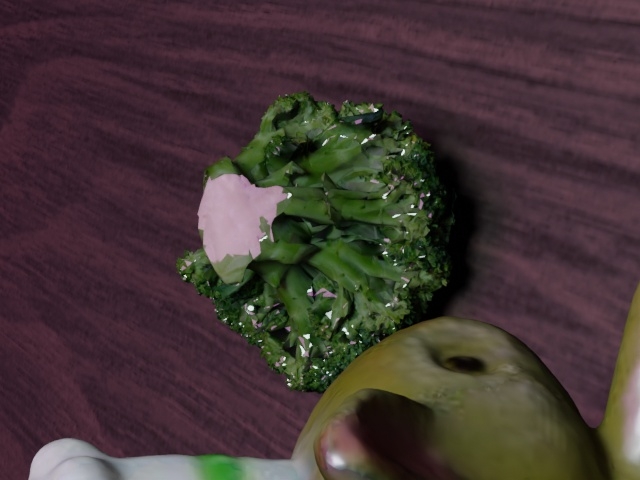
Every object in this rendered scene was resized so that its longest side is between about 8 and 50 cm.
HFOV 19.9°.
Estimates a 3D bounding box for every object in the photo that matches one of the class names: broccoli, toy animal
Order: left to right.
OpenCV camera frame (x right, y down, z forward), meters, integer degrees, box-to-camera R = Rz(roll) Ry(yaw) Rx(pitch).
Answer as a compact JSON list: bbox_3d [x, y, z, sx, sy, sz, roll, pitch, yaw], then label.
[{"bbox_3d":[0.000,0.000,1.110,0.195,0.156,0.195,-2,85,29],"label":"broccoli"},{"bbox_3d":[0.077,0.097,0.729,0.181,0.363,0.180,-40,31,45],"label":"toy animal"}]
